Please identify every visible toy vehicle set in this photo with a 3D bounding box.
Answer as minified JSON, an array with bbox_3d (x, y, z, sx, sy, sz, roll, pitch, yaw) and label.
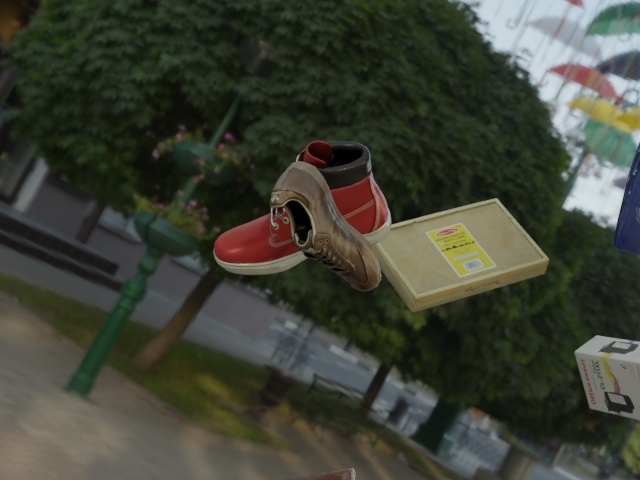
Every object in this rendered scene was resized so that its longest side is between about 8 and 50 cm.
[{"bbox_3d":[0.230,0.020,1.652,0.266,0.035,0.166,-14,48,-22],"label":"toy vehicle set"}]

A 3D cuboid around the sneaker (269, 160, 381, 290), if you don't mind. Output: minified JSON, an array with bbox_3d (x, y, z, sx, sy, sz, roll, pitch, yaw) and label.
[{"bbox_3d":[0.000,0.000,1.142,0.066,0.071,0.188,-7,-55,47],"label":"sneaker"}]

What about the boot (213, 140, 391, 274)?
[{"bbox_3d":[-0.042,-0.050,1.272,0.176,0.244,0.088,66,11,-49],"label":"boot"}]

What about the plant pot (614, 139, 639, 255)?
[{"bbox_3d":[0.523,-0.109,1.263,0.236,0.212,0.236,10,35,18],"label":"plant pot"}]

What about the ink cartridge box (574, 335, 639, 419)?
[{"bbox_3d":[0.563,0.253,1.778,0.175,0.072,0.127,3,-64,56],"label":"ink cartridge box"}]

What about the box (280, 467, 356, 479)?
[{"bbox_3d":[-0.115,0.461,1.384,0.143,0.381,0.191,-89,165,-57],"label":"box"}]
